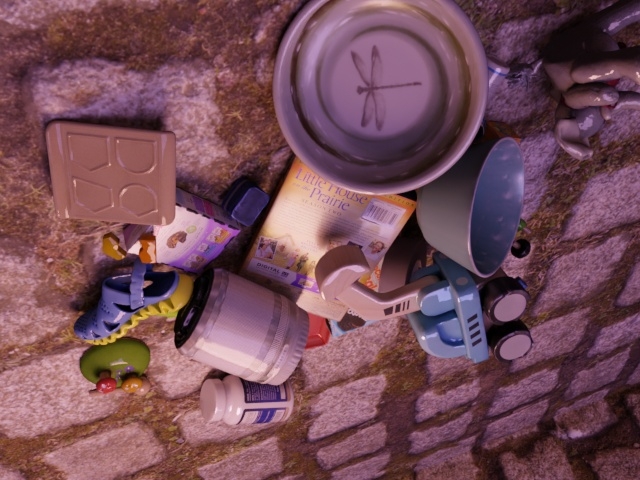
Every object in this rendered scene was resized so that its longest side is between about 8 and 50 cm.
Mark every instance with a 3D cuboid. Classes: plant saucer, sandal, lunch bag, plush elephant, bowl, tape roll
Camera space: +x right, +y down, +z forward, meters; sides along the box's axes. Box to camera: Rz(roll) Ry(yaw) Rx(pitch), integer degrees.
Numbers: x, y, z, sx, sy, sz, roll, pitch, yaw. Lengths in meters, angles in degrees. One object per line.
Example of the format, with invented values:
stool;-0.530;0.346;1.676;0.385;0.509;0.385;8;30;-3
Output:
plant saucer;-0.084;0.236;1.770;0.258;0.048;0.259;-8;136;-20
plant saucer;0.112;-0.290;1.162;0.400;0.100;0.400;4;109;10
sandal;-0.451;0.130;1.401;0.317;0.126;0.138;-29;127;16
lunch bag;-0.172;-0.085;1.356;0.098;0.065;0.067;-52;134;4
plush elephant;0.608;-0.335;1.359;0.330;0.272;0.255;-16;134;34
bowl;0.330;-0.086;1.380;0.311;0.163;0.312;-23;120;-48
tape roll;0.226;0.100;1.661;0.072;0.219;0.219;10;147;24

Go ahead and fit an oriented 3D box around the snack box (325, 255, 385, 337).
snack box;0.093;0.107;1.663;0.187;0.060;0.322;-18;128;-13

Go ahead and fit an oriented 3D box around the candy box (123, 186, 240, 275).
candy box;-0.307;-0.021;1.355;0.165;0.070;0.196;-44;138;21

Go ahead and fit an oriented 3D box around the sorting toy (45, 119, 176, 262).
sorting toy;-0.403;-0.090;1.205;0.229;0.041;0.307;2;126;-11

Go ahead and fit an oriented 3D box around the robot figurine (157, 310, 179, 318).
robot figurine;-0.370;0.157;1.517;0.115;0.067;0.101;8;131;-35

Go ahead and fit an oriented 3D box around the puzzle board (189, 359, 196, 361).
puzzle board;-0.294;0.325;1.709;0.096;0.011;0.128;-9;180;-43

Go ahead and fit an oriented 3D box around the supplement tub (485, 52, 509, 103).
supplement tub;0.362;-0.352;1.349;0.071;0.071;0.107;5;131;-32

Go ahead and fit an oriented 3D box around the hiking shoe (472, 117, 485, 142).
hiking shoe;0.293;-0.244;1.325;0.113;0.132;0.304;-46;161;9

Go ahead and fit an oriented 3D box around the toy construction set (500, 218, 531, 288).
toy construction set;0.417;0.060;1.759;0.237;0.257;0.309;32;139;-26

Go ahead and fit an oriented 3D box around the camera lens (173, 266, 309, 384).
camera lens;-0.192;0.204;1.446;0.274;0.219;0.219;26;120;-20

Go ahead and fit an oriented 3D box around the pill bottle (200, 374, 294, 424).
pill bottle;-0.228;0.491;1.889;0.264;0.153;0.153;8;130;-34

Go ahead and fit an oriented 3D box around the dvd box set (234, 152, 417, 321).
dvd box set;0.000;0.000;1.469;0.307;0.062;0.420;19;125;-15

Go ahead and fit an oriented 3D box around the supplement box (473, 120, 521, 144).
supplement box;0.413;-0.185;1.552;0.080;0.078;0.233;-4;136;-25

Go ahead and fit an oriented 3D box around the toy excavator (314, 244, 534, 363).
toy excavator;0.248;0.151;1.466;0.445;0.222;0.433;-21;126;-1

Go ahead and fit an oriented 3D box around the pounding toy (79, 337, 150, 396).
pounding toy;-0.540;0.376;1.632;0.183;0.110;0.237;-9;137;-19
